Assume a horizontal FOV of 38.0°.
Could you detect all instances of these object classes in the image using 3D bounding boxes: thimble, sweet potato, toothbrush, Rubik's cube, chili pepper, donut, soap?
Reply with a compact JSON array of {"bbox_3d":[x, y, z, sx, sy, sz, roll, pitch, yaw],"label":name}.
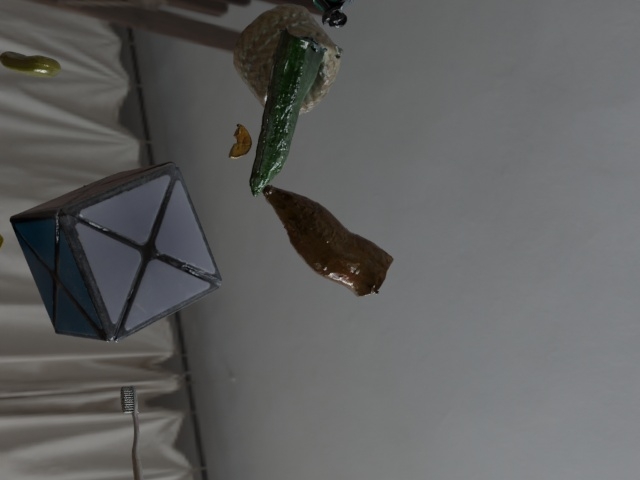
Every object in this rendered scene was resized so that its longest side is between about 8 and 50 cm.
[{"bbox_3d":[-0.069,-0.359,1.904,0.148,0.196,0.229,56,-30,21],"label":"thimble"},{"bbox_3d":[0.000,-0.001,2.030,0.131,0.337,0.131,-53,-171,13],"label":"sweet potato"},{"bbox_3d":[-0.338,0.413,1.698,0.025,0.030,0.307,-39,-125,48],"label":"toothbrush"},{"bbox_3d":[-0.373,0.022,1.691,0.259,0.255,0.260,-6,-71,54],"label":"Rubik's cube"},{"bbox_3d":[-0.057,-0.167,1.259,0.059,0.088,0.226,19,-88,27],"label":"chili pepper"},{"bbox_3d":[-0.205,-0.242,2.301,0.083,0.067,0.038,66,-23,11],"label":"donut"},{"bbox_3d":[-0.628,-0.380,2.012,0.140,0.089,0.045,13,-90,30],"label":"soap"}]

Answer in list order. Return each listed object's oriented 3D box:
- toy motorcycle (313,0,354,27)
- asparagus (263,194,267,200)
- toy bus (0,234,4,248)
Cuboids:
[{"bbox_3d":[0.033,-0.472,1.753,0.173,0.100,0.058,-57,177,-28],"label":"toy motorcycle"},{"bbox_3d":[-0.122,-0.106,2.138,0.248,0.025,0.024,74,26,-85],"label":"asparagus"},{"bbox_3d":[-0.773,0.026,1.809,0.331,0.145,0.151,-6,-133,38],"label":"toy bus"}]
